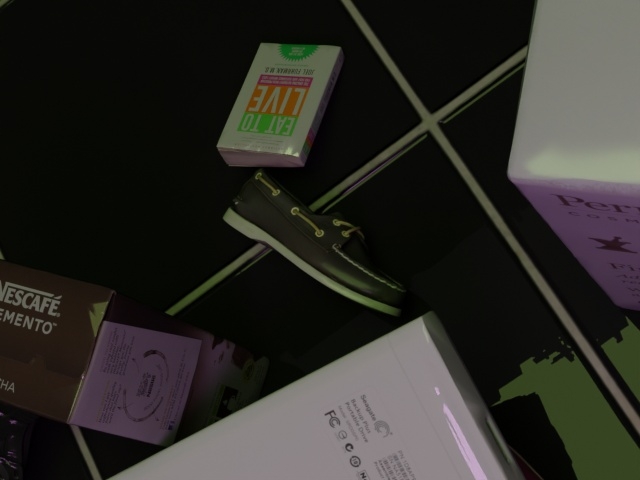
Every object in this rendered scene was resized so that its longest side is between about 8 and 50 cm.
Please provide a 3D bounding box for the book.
[{"bbox_3d":[-0.039,-0.144,1.284,0.096,0.035,0.144,6,60,25],"label":"book"}]

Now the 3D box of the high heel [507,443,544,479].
[{"bbox_3d":[0.143,0.261,1.031,0.377,0.127,0.181,13,69,24],"label":"high heel"}]

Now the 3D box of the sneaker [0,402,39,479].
[{"bbox_3d":[-0.340,0.186,1.298,0.109,0.130,0.286,29,109,-12],"label":"sneaker"}]

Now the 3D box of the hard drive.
[{"bbox_3d":[0.000,0.239,1.028,0.353,0.047,0.233,-30,85,23],"label":"hard drive"}]

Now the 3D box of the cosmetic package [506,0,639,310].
[{"bbox_3d":[0.365,-0.127,0.907,0.329,0.394,0.327,6,77,26],"label":"cosmetic package"}]

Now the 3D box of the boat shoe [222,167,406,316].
[{"bbox_3d":[0.000,0.000,1.208,0.228,0.081,0.068,31,92,31],"label":"boat shoe"}]

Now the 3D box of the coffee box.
[{"bbox_3d":[-0.196,0.116,1.138,0.168,0.297,0.118,14,80,27],"label":"coffee box"}]
